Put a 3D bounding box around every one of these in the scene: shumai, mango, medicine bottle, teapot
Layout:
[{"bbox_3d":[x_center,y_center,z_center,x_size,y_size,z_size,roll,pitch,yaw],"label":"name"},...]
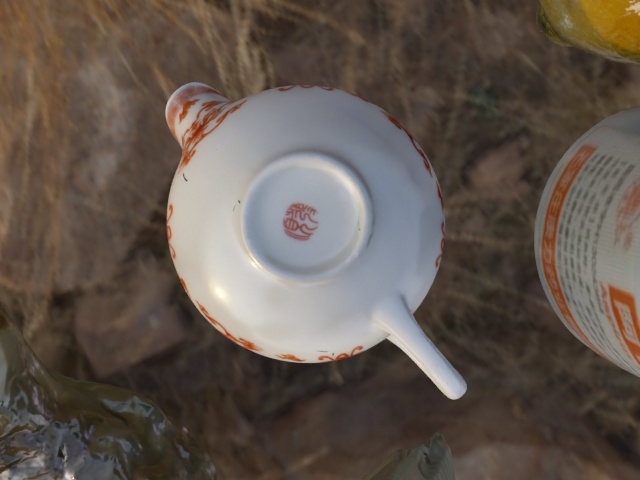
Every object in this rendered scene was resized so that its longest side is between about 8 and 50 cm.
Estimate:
[{"bbox_3d":[-0.259,0.122,1.326,0.346,0.217,0.283,-7,112,13],"label":"shumai"},{"bbox_3d":[0.247,-0.193,1.368,0.192,0.316,0.146,-13,85,-12],"label":"mango"},{"bbox_3d":[0.294,0.018,1.271,0.211,0.371,0.211,-2,98,-11],"label":"medicine bottle"},{"bbox_3d":[0.000,0.000,1.097,0.159,0.116,0.245,-36,92,-14],"label":"teapot"}]

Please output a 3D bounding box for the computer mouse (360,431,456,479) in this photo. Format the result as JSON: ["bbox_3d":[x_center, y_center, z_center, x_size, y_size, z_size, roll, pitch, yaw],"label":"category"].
[{"bbox_3d":[0.037,0.290,1.521,0.228,0.429,0.145,-39,86,12],"label":"computer mouse"}]
